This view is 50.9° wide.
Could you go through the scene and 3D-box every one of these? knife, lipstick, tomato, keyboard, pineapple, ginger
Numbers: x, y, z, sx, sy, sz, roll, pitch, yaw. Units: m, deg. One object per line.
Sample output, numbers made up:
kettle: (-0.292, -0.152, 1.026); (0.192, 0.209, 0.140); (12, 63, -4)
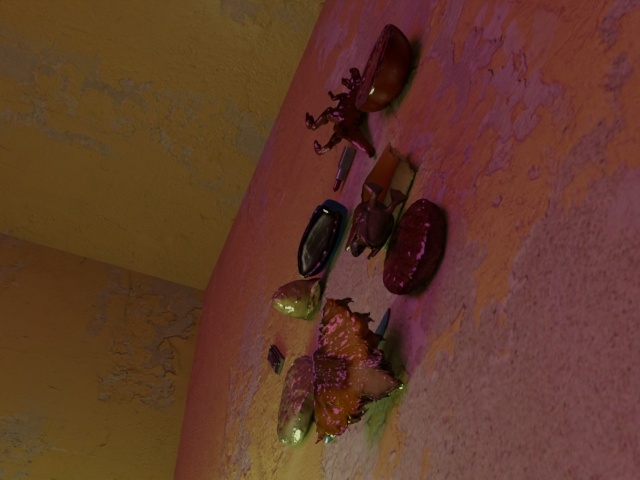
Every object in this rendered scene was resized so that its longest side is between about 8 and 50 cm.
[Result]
knife: (0.072, 0.268, 1.317); (0.044, 0.019, 0.313); (-104, 36, -68)
lipstick: (0.061, -0.194, 1.852); (0.030, 0.030, 0.129); (-137, 65, -74)
tomato: (0.159, -0.410, 1.639); (0.225, 0.084, 0.225); (-164, 90, -79)
keyboard: (-0.133, 0.346, 1.966); (0.166, 0.017, 0.055); (-157, 85, -75)
pineapple: (0.086, 0.226, 1.189); (0.164, 0.139, 0.250); (-9, 74, 28)
ginger: (-0.073, 0.155, 1.792); (0.193, 0.122, 0.115); (136, 136, -75)

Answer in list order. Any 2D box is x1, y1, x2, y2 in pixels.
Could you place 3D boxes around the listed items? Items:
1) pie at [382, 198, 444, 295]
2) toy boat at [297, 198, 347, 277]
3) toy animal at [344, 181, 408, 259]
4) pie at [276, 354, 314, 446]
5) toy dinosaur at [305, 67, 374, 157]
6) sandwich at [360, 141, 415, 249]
pie: (0.164, 0.013, 1.202); (0.182, 0.049, 0.183); (-160, 90, -75)
toy boat: (0.000, 0.000, 1.734); (0.223, 0.100, 0.097); (-66, -11, 19)
toy animal: (0.090, -0.012, 1.278); (0.188, 0.089, 0.179); (-76, 8, -56)
pie: (-0.051, 0.367, 1.573); (0.218, 0.052, 0.185); (-85, 17, -45)
toy dinosaur: (0.055, -0.310, 1.839); (0.208, 0.097, 0.433); (-25, 44, 24)
sandwich: (0.143, -0.102, 1.393); (0.193, 0.058, 0.162); (-88, 22, -43)
